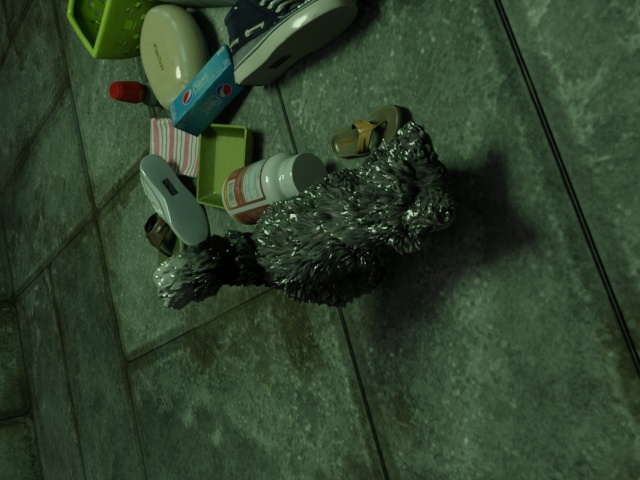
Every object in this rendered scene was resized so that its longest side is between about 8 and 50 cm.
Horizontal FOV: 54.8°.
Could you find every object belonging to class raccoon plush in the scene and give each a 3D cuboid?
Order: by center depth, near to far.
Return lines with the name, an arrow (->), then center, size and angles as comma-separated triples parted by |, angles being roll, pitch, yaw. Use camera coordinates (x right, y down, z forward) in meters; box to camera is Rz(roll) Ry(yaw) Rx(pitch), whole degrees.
raccoon plush -> 0.000, 0.000, 0.912 | 0.216, 0.446, 0.299 | 58, 154, 6

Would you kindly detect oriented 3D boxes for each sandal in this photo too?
sandal -> 0.072, -0.185, 1.082 | 0.180, 0.049, 0.072 | -11, 84, 48
sandal -> -0.416, -0.042, 1.602 | 0.120, 0.086, 0.303 | -20, 75, 42

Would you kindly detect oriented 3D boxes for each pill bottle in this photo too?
pill bottle -> -0.089, -0.104, 1.214 | 0.216, 0.121, 0.121 | -11, 84, 47

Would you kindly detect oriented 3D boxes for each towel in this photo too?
towel -> -0.363, -0.234, 1.546 | 0.197, 0.029, 0.144 | 9, 99, 33

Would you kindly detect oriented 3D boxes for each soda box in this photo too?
soda box -> -0.244, -0.328, 1.369 | 0.210, 0.071, 0.067 | -39, 54, 28

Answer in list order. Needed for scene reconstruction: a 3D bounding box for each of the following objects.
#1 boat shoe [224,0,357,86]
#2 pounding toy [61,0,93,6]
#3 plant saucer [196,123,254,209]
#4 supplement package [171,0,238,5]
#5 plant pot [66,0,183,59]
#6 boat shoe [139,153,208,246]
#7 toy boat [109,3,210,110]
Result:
boat shoe -> -0.076, -0.425, 1.169 | 0.340, 0.127, 0.158 | -18, 87, 48
pounding toy -> -0.760, -0.813, 1.931 | 0.206, 0.094, 0.181 | -4, 90, 48
plant saucer -> -0.210, -0.167, 1.400 | 0.188, 0.045, 0.188 | 15, 104, 47
supplement package -> -0.275, -0.601, 1.377 | 0.244, 0.134, 0.139 | 19, 106, 46
plant pot -> -0.484, -0.595, 1.555 | 0.228, 0.207, 0.227 | 53, 128, 32
boat shoe -> -0.364, -0.091, 1.531 | 0.258, 0.095, 0.084 | 61, 150, 8
toy boat -> -0.379, -0.420, 1.518 | 0.318, 0.148, 0.268 | -21, 82, 39
